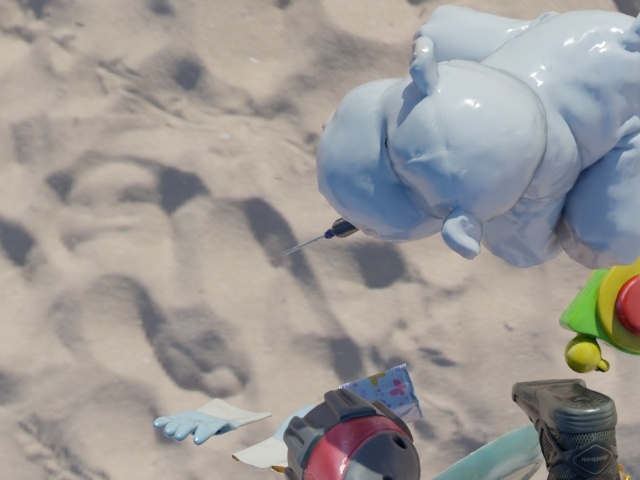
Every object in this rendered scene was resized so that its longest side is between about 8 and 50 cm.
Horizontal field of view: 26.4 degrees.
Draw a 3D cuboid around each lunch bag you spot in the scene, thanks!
[{"bbox_3d":[0.058,0.156,1.297,0.071,0.083,0.053,-19,64,2],"label":"lunch bag"}]

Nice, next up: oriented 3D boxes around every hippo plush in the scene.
[{"bbox_3d":[0.136,-0.054,0.984,0.294,0.236,0.234,-7,108,45],"label":"hippo plush"}]

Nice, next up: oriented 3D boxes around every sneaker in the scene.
[{"bbox_3d":[0.262,0.217,1.467,0.087,0.227,0.130,-4,96,-7],"label":"sneaker"}]

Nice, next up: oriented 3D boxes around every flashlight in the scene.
[{"bbox_3d":[0.071,0.211,0.962,0.103,0.103,0.304,-59,31,4],"label":"flashlight"}]

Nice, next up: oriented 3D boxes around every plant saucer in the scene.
[{"bbox_3d":[0.170,0.339,1.743,0.317,0.317,0.043,-42,69,17],"label":"plant saucer"}]

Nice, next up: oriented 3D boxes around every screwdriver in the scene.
[{"bbox_3d":[0.000,0.000,1.663,0.170,0.024,0.025,-30,57,48],"label":"screwdriver"}]

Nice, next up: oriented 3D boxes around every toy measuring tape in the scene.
[{"bbox_3d":[0.391,0.022,1.519,0.121,0.121,0.330,36,85,25],"label":"toy measuring tape"}]

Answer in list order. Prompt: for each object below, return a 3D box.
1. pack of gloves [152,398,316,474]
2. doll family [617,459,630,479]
[{"bbox_3d":[-0.077,0.215,1.632,0.195,0.232,0.046,14,96,16],"label":"pack of gloves"},{"bbox_3d":[0.316,0.339,1.502,0.118,0.263,0.163,1,120,36],"label":"doll family"}]
